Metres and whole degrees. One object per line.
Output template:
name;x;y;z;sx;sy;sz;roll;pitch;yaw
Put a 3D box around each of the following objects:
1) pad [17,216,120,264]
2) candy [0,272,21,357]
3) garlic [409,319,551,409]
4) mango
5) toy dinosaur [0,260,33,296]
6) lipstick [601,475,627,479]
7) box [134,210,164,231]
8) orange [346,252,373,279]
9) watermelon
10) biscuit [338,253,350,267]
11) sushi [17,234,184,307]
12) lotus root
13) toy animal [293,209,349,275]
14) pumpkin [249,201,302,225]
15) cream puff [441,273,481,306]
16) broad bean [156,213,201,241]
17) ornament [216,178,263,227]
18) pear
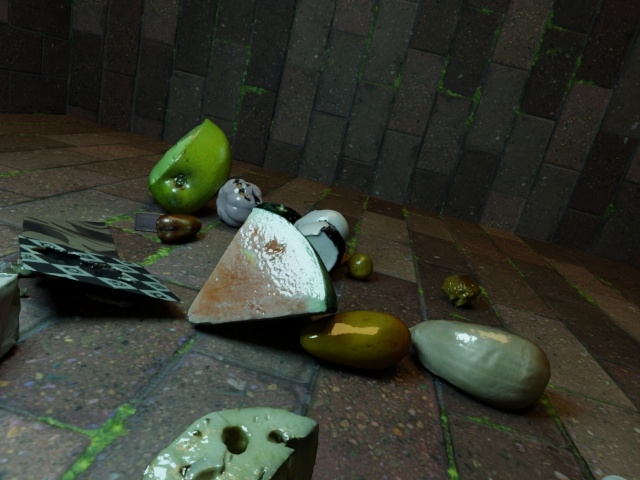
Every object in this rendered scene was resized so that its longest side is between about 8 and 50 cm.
pad;-0.660;-0.002;1.170;0.219;0.004;0.330;3;20;-33
candy;-0.554;0.119;0.627;0.184;0.137;0.195;11;15;-12
garlic;0.312;0.256;0.962;0.338;0.151;0.196;13;-12;23
mango;0.079;0.203;0.913;0.253;0.113;0.138;5;18;-23
toy dinosaur;-0.669;0.068;0.812;0.162;0.077;0.294;13;-5;29
lipstick;0.383;0.404;0.599;0.059;0.059;0.263;26;20;36
box;-0.536;-0.063;1.387;0.084;0.060;0.063;4;14;-26
orange;0.126;0.081;1.414;0.085;0.085;0.095;16;19;8
watermelon;-0.106;0.074;0.917;0.292;0.250;0.283;-30;83;-43
biscuit;0.038;0.062;1.504;0.139;0.023;0.118;7;21;-22
sushi;-0.478;0.082;0.936;0.292;0.059;0.294;21;-1;-38
lotus root;-0.104;0.283;0.493;0.138;0.119;0.234;23;20;28
toy animal;-0.003;-0.005;1.391;0.187;0.165;0.235;-15;26;19
pumpkin;-0.148;-0.058;1.534;0.201;0.140;0.202;19;20;-7
cream puff;0.442;0.161;1.407;0.122;0.094;0.116;46;31;19
broad bean;-0.432;-0.042;1.357;0.114;0.085;0.165;13;10;5
ornament;-0.289;-0.135;1.627;0.177;0.178;0.177;13;16;-4
pear;-0.471;-0.223;1.603;0.238;0.342;0.318;42;29;-22
